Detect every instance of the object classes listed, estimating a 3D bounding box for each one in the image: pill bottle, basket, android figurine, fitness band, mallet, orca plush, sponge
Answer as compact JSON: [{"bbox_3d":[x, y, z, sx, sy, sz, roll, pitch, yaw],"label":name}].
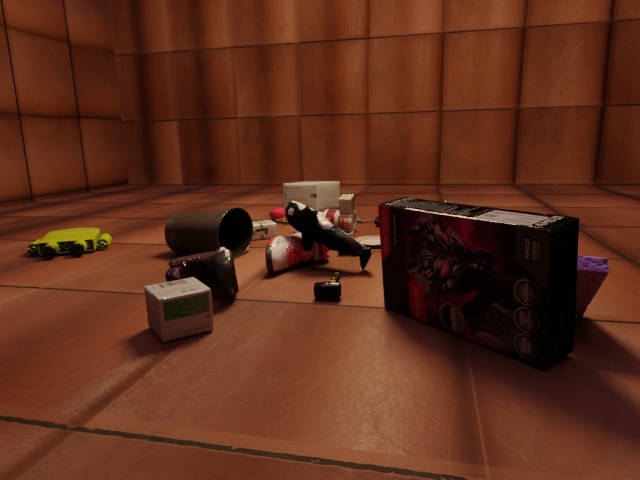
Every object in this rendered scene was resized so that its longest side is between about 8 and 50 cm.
[{"bbox_3d":[0.058,-0.075,1.811,0.152,0.086,0.086,3,13,21],"label":"pill bottle"},{"bbox_3d":[-0.362,-0.024,1.494,0.227,0.154,0.204,0,14,22],"label":"basket"},{"bbox_3d":[-0.847,0.005,1.610,0.248,0.056,0.273,-6,14,-18],"label":"android figurine"},{"bbox_3d":[-0.080,-0.115,2.097,0.291,0.054,0.209,0,10,1],"label":"fitness band"},{"bbox_3d":[0.019,0.102,1.142,0.062,0.039,0.189,-3,8,3],"label":"mallet"},{"bbox_3d":[0.000,0.000,1.310,0.287,0.102,0.151,36,-8,8],"label":"orca plush"},{"bbox_3d":[0.439,0.085,0.871,0.117,0.031,0.210,5,-27,19],"label":"sponge"}]

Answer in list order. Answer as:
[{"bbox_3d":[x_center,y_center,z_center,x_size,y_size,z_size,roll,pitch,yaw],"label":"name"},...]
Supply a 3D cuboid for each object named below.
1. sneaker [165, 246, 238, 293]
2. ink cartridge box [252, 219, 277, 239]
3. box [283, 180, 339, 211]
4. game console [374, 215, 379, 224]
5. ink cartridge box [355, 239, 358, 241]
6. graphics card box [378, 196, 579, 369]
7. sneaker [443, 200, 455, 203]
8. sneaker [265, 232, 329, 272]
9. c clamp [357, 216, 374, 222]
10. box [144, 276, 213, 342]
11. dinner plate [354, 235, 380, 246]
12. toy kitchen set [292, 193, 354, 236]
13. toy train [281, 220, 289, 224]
[{"bbox_3d":[-0.291,0.082,1.142,0.163,0.106,0.281,-10,4,-15],"label":"sneaker"},{"bbox_3d":[-0.236,-0.039,1.740,0.135,0.056,0.099,-6,13,-19],"label":"ink cartridge box"},{"bbox_3d":[-0.037,-0.190,2.018,0.181,0.119,0.182,5,11,35],"label":"box"},{"bbox_3d":[0.400,-0.075,1.873,0.361,0.044,0.213,6,14,22],"label":"game console"},{"bbox_3d":[0.087,0.022,1.498,0.063,0.029,0.115,0,14,6],"label":"ink cartridge box"},{"bbox_3d":[0.262,0.054,0.861,0.094,0.232,0.371,-16,19,-34],"label":"graphics card box"},{"bbox_3d":[0.496,-0.108,1.715,0.209,0.082,0.069,-3,-4,-14],"label":"sneaker"},{"bbox_3d":[-0.055,0.026,1.352,0.145,0.090,0.270,-1,10,13],"label":"sneaker"},{"bbox_3d":[0.139,-0.096,2.046,0.137,0.022,0.161,-3,15,-16],"label":"c clamp"},{"bbox_3d":[-0.272,0.130,0.909,0.101,0.087,0.102,-10,16,-33],"label":"box"},{"bbox_3d":[0.180,0.004,1.595,0.141,0.017,0.141,0,12,0],"label":"dinner plate"},{"bbox_3d":[0.017,-0.080,1.645,0.207,0.166,0.122,2,13,14],"label":"toy kitchen set"},{"bbox_3d":[-0.122,-0.073,1.979,0.083,0.017,0.024,2,3,15],"label":"toy train"}]
